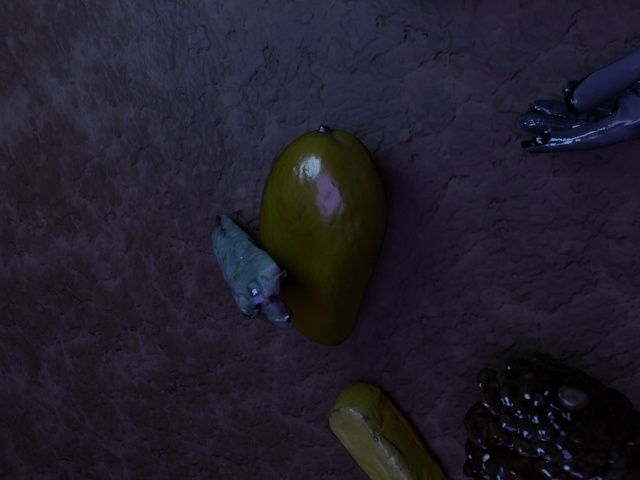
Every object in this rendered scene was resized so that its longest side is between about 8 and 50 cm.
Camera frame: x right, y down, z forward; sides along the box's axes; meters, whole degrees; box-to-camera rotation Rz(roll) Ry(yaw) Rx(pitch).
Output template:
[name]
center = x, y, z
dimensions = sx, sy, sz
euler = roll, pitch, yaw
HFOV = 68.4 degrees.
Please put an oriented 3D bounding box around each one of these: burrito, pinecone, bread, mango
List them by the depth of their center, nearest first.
[pinecone]
center = 0.301, 0.279, 0.622
dimensions = 0.224, 0.224, 0.272
euler = 7, 125, 19
[mango]
center = -0.006, -0.006, 0.702
dimensions = 0.195, 0.142, 0.331
euler = 29, 121, 27
[burrito]
center = -0.116, 0.035, 0.705
dimensions = 0.066, 0.309, 0.096
euler = -12, 113, -20
[bread]
center = 0.111, 0.351, 0.778
dimensions = 0.102, 0.094, 0.245
euler = -40, 87, 33

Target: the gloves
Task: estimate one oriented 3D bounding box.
[gloves]
center = 0.366, -0.178, 0.529
dimensions = 0.286, 0.142, 0.119
euler = -25, 66, 25
